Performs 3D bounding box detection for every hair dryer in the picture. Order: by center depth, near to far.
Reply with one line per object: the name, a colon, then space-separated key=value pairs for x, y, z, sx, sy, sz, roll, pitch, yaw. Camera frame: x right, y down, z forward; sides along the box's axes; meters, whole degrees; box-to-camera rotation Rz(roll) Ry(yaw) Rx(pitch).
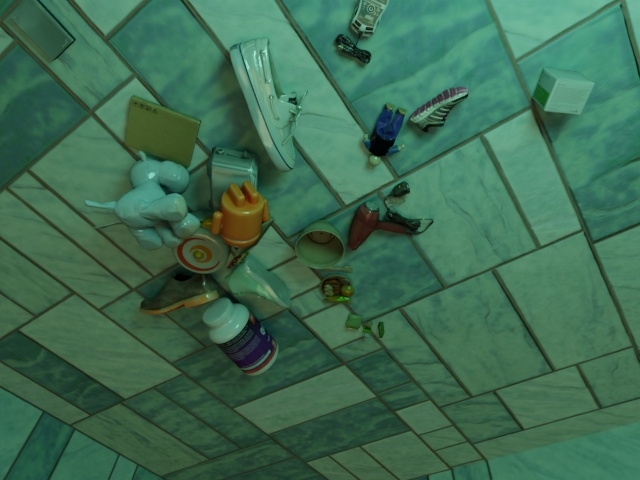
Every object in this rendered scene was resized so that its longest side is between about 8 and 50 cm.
hair dryer: x=0.209 y=-0.046 z=1.482 sx=0.293 sy=0.080 sz=0.224 roll=-26 pitch=122 yaw=21

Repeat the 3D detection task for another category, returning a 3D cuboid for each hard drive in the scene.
hard drive: x=-0.729 y=-0.558 z=1.180 sx=0.094 sy=0.022 sz=0.135 roll=-28 pitch=121 yaw=22

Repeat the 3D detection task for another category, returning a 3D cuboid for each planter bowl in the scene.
planter bowl: x=0.000 y=0.000 z=1.510 sx=0.162 sy=0.109 sz=0.162 roll=2 pitch=127 yaw=2

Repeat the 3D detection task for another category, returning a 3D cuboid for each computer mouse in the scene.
computer mouse: x=0.117 y=-0.553 z=1.127 sx=0.106 sy=0.042 sz=0.193 roll=23 pitch=131 yaw=-8

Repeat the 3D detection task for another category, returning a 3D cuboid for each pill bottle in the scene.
pill bottle: x=-0.315 y=0.375 z=1.768 sx=0.181 sy=0.181 sz=0.323 roll=-22 pitch=123 yaw=18

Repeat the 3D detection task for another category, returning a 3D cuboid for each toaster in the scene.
toaster: x=-0.265 y=-0.174 z=1.382 sx=0.146 sy=0.129 sz=0.227 roll=5 pitch=129 yaw=-4

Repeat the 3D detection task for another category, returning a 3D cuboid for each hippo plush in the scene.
hippo plush: x=-0.513 y=-0.123 z=1.373 sx=0.294 sy=0.237 sz=0.234 roll=1 pitch=144 yaw=-10

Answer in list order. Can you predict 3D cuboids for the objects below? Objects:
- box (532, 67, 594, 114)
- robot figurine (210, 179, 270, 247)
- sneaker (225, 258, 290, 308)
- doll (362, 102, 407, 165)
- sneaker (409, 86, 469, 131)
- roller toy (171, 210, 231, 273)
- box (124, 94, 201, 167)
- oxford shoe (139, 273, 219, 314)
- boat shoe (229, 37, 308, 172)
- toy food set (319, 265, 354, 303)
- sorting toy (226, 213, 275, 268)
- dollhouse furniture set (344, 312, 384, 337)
box: x=0.634 y=-0.392 z=1.179 sx=0.102 sy=0.101 sz=0.087 roll=7 pitch=127 yaw=-2
robot figurine: x=-0.230 y=-0.068 z=1.313 sx=0.128 sy=0.158 sz=0.219 roll=22 pitch=133 yaw=6
sneaker: x=-0.235 y=0.182 z=1.676 sx=0.151 sy=0.094 sz=0.256 roll=-31 pitch=118 yaw=27
doll: x=0.190 y=-0.298 z=1.311 sx=0.129 sy=0.046 sz=0.189 roll=17 pitch=126 yaw=-8
sneaker: x=0.337 y=-0.359 z=1.248 sx=0.170 sy=0.063 sz=0.075 roll=-27 pitch=121 yaw=28
roller toy: x=-0.393 y=0.010 z=1.516 sx=0.209 sy=0.146 sz=0.191 roll=-16 pitch=125 yaw=14
box: x=-0.475 y=-0.322 z=1.346 sx=0.201 sy=0.021 sz=0.164 roll=19 pitch=127 yaw=-12
oxford shoe: x=-0.549 y=0.195 z=1.709 sx=0.363 sy=0.130 sz=0.133 roll=-15 pitch=92 yaw=22
boat shoe: x=-0.105 y=-0.370 z=1.233 sx=0.156 sy=0.136 sz=0.367 roll=-15 pitch=115 yaw=11
toy food set: x=0.062 y=0.179 z=1.687 sx=0.132 sy=0.038 sz=0.192 roll=0 pitch=127 yaw=3
sorting toy: x=-0.236 y=-0.017 z=1.506 sx=0.046 sy=0.132 sz=0.274 roll=42 pitch=119 yaw=6
dollhouse furniture set: x=0.176 y=0.349 z=1.797 sx=0.151 sy=0.059 sz=0.076 roll=11 pitch=127 yaw=-6
